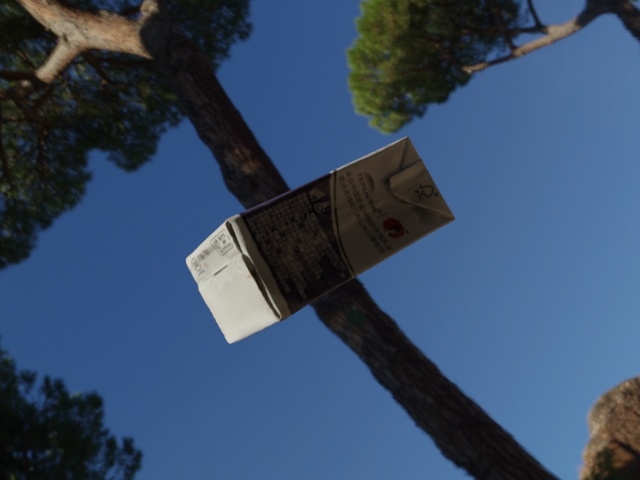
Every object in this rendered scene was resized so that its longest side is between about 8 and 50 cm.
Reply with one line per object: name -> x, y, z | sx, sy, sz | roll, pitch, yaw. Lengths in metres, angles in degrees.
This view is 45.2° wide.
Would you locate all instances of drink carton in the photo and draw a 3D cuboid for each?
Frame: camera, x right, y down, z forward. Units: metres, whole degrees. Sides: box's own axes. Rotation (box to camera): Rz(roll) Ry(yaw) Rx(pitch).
drink carton -> 0.001, -0.001, 0.742 | 0.222, 0.102, 0.134 | -27, -5, -29
